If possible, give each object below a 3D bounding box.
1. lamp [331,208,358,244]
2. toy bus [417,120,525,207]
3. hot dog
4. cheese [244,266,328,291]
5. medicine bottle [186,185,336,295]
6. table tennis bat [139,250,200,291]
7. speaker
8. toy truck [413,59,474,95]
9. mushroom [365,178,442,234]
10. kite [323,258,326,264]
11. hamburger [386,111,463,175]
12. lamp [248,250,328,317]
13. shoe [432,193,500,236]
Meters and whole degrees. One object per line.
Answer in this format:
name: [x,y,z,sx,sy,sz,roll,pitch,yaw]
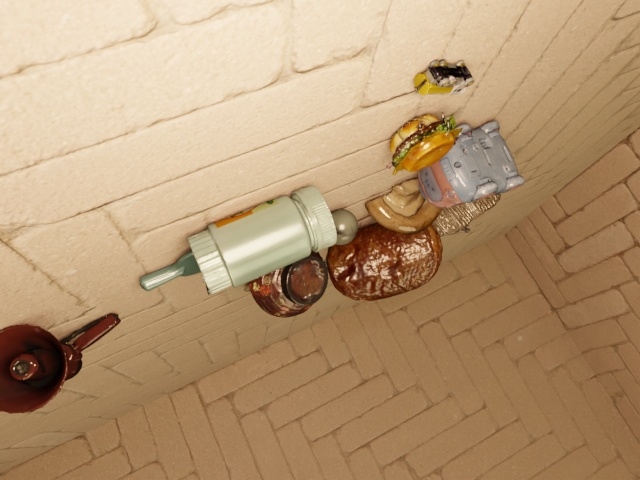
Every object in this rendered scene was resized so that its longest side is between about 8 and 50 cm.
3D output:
lamp: [0.058,-0.039,1.426,0.105,0.105,0.105,-25,164,-8]
toy bus: [0.399,-0.190,1.377,0.294,0.197,0.232,-17,172,-37]
hot dog: [0.214,0.053,1.647,0.388,0.267,0.174,-18,165,12]
cheese: [-0.117,0.144,1.829,0.085,0.034,0.400,-33,163,35]
medicine bottle: [-0.136,-0.001,1.136,0.318,0.158,0.158,-23,163,-15]
table tennis bat: [-0.334,0.063,1.237,0.244,0.040,0.153,-25,163,-22]
speaker: [-0.676,0.274,1.247,0.259,0.198,0.329,-65,-175,-9]
toy truck: [0.242,-0.315,0.964,0.123,0.052,0.063,-14,163,-36]
mushroom: [0.287,-0.101,1.519,0.286,0.151,0.156,-22,165,-18]
kite: [0.104,0.061,1.976,0.229,0.016,0.127,-20,166,-14]
hamburger: [0.236,-0.230,1.140,0.164,0.093,0.189,-13,160,-47]
lamp: [-0.098,0.101,1.411,0.247,0.247,0.247,-25,164,-8]
shoe: [0.478,-0.097,1.800,0.351,0.172,0.198,-22,166,-12]
